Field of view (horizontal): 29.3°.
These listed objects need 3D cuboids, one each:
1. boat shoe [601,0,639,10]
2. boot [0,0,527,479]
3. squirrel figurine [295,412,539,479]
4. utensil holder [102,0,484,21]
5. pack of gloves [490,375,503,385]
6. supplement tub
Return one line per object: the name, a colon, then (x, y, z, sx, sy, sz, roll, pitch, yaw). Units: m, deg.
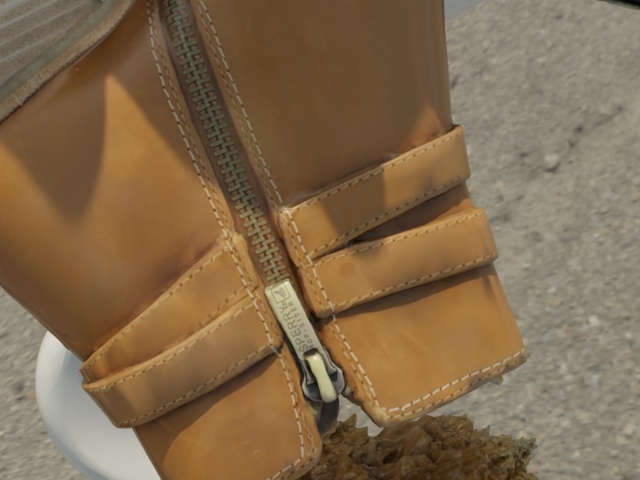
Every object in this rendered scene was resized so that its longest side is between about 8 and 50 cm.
boat shoe: (0.256, -0.185, 0.852, 0.070, 0.219, 0.078, -33, 110, -10)
boot: (0.016, -0.056, 0.400, 0.283, 0.109, 0.220, -30, 88, -3)
squirrel figurine: (0.022, 0.308, 0.865, 0.281, 0.370, 0.397, 18, 83, -34)
utensil holder: (0.039, -0.288, 0.760, 0.327, 0.385, 0.328, 28, 50, -39)
pack of gloves: (0.008, -0.001, 0.780, 0.232, 0.195, 0.046, 21, 71, 25)
supplement tub: (-0.158, 0.091, 1.269, 0.235, 0.325, 0.235, -1, 110, -4)
